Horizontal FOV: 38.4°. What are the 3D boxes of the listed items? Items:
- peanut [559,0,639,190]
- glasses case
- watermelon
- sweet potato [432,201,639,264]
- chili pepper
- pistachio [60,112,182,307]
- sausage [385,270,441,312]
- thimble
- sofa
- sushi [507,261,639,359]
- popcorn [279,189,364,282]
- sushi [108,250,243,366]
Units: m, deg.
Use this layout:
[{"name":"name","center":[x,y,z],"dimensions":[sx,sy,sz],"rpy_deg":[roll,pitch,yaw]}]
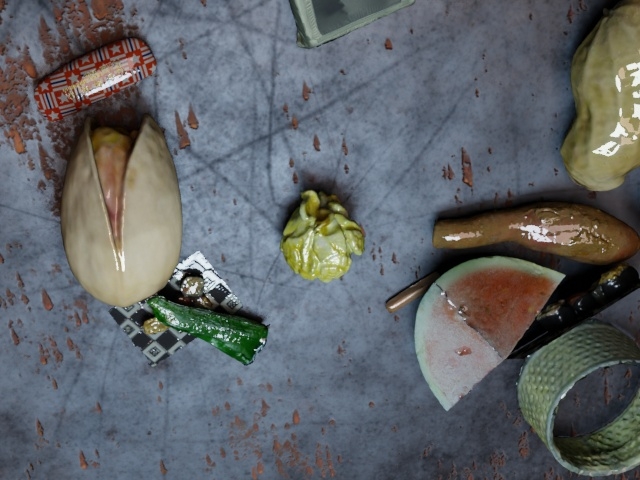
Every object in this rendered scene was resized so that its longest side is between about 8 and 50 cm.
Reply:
[{"name":"peanut","center":[0.504,-0.240,1.521],"dimensions":[0.174,0.158,0.339],"rpy_deg":[-8,113,-11]},{"name":"glasses case","center":[-0.347,-0.249,1.407],"dimensions":[0.195,0.049,0.073],"rpy_deg":[-27,114,0]},{"name":"watermelon","center":[0.295,0.144,1.636],"dimensions":[0.260,0.176,0.256],"rpy_deg":[-43,132,-28]},{"name":"sweet potato","center":[0.387,-0.020,1.619],"dimensions":[0.385,0.109,0.109],"rpy_deg":[6,110,-6]},{"name":"chili pepper","center":[-0.196,0.140,1.567],"dimensions":[0.227,0.059,0.088],"rpy_deg":[28,105,-31]},{"name":"pistachio","center":[-0.310,-0.044,1.424],"dimensions":[0.188,0.187,0.299],"rpy_deg":[-4,108,-10]},{"name":"sausage","center":[0.169,0.095,1.662],"dimensions":[0.116,0.026,0.026],"rpy_deg":[-32,114,3]},{"name":"thimble","center":[0.521,0.302,1.747],"dimensions":[0.271,0.150,0.270],"rpy_deg":[-4,112,-10]},{"name":"sofa","center":[0.018,-0.437,1.390],"dimensions":[0.210,0.176,0.225],"rpy_deg":[-26,143,0]},{"name":"sushi","center":[0.449,0.118,1.635],"dimensions":[0.290,0.264,0.050],"rpy_deg":[-32,82,0]},{"name":"popcorn","center":[0.000,0.000,1.532],"dimensions":[0.136,0.141,0.162],"rpy_deg":[-30,153,-1]},{"name":"sushi","center":[-0.251,0.127,1.588],"dimensions":[0.201,0.031,0.139],"rpy_deg":[-34,114,4]}]
